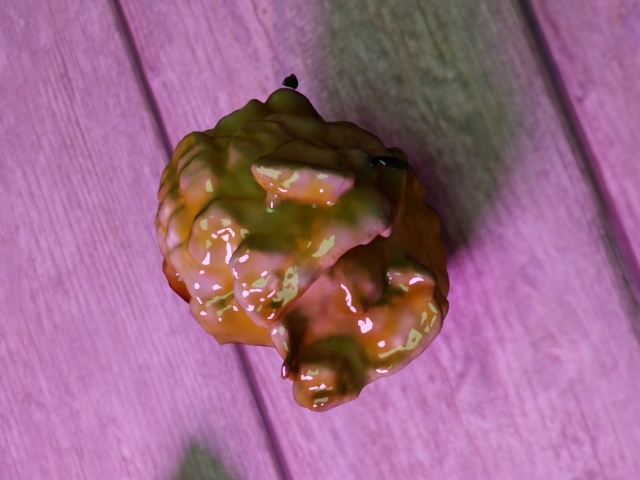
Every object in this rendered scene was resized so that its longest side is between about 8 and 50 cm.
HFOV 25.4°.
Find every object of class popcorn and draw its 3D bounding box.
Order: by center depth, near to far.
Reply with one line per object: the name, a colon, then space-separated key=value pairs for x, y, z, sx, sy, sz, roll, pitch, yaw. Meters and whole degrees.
popcorn: x=-0.003 y=0.000 z=0.953 sx=0.169 sy=0.218 sz=0.189 roll=-62 pitch=22 yaw=17
